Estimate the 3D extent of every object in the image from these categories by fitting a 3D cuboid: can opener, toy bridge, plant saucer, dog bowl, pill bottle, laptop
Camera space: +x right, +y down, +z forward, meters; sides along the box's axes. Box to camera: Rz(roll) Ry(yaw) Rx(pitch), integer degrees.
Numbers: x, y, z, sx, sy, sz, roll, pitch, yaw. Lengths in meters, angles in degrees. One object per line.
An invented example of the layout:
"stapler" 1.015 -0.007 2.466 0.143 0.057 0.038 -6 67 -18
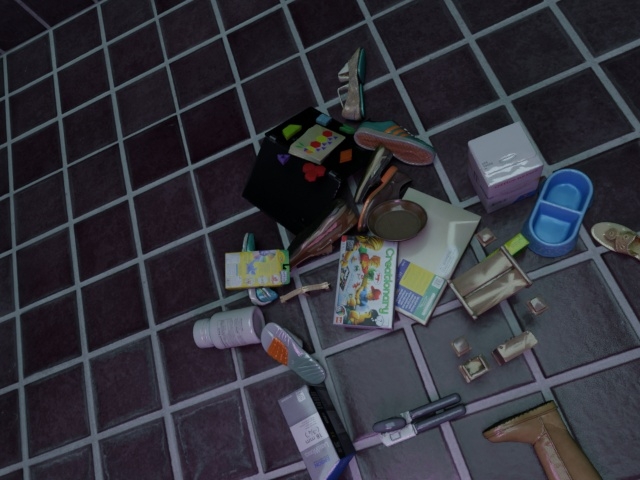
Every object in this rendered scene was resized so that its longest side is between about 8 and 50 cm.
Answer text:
"can opener" 0.298 0.540 1.435 0.280 0.093 0.074 -23 66 4
"toy bridge" -0.055 0.180 1.676 0.188 0.063 0.026 -19 68 11
"plant saucer" 0.255 -0.059 1.586 0.199 0.036 0.198 -8 44 8
"dog bowl" 0.754 -0.094 1.509 0.166 0.074 0.297 23 81 23
"pill bottle" -0.320 0.311 1.677 0.229 0.131 0.131 -12 69 14
"laptop" -0.038 -0.265 1.845 0.382 0.236 0.408 35 57 24

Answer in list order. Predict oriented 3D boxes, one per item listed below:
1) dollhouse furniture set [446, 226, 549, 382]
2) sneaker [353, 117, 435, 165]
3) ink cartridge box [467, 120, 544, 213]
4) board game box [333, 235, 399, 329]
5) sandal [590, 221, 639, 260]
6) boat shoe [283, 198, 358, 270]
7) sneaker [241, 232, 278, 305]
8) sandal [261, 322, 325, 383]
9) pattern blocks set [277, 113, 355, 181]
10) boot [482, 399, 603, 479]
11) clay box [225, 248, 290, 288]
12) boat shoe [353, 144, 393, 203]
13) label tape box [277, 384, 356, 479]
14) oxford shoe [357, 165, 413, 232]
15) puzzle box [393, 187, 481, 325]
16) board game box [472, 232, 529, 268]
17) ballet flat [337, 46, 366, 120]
"dollhouse furniture set" 0.476 0.196 1.440 0.303 0.174 0.355 -32 67 4
"sneaker" 0.281 -0.372 1.731 0.302 0.108 0.121 22 59 11
"ink cartridge box" 0.579 -0.226 1.520 0.171 0.232 0.168 -22 67 9
"board game box" 0.153 0.135 1.574 0.193 0.053 0.305 1 72 17
"sandal" 0.931 0.009 1.415 0.240 0.079 0.088 40 87 25
"boat shoe" 0.000 0.000 1.680 0.324 0.120 0.122 -43 20 21
"sneaker" -0.225 0.101 1.750 0.110 0.107 0.275 -14 75 -3
"sandal" -0.090 0.382 1.621 0.265 0.076 0.102 42 103 4
"pattern blocks set" -0.014 -0.350 1.746 0.285 0.026 0.325 36 57 25
"boot" 0.614 0.608 1.311 0.236 0.089 0.269 -26 68 8
"clay box" -0.217 0.102 1.665 0.222 0.053 0.127 -3 76 0
"boat shoe" 0.191 -0.228 1.717 0.073 0.080 0.223 24 99 -6
"label tape box" 0.017 0.606 1.415 0.106 0.240 0.333 -30 67 4
"oxford shoe" 0.224 -0.133 1.679 0.098 0.097 0.271 31 84 17
"puzzle box" 0.324 0.048 1.608 0.272 0.052 0.409 27 82 23
"board game box" 0.565 0.059 1.506 0.181 0.092 0.043 -37 67 3
"ballet flat" 0.120 -0.614 1.864 0.106 0.107 0.316 -2 71 16
